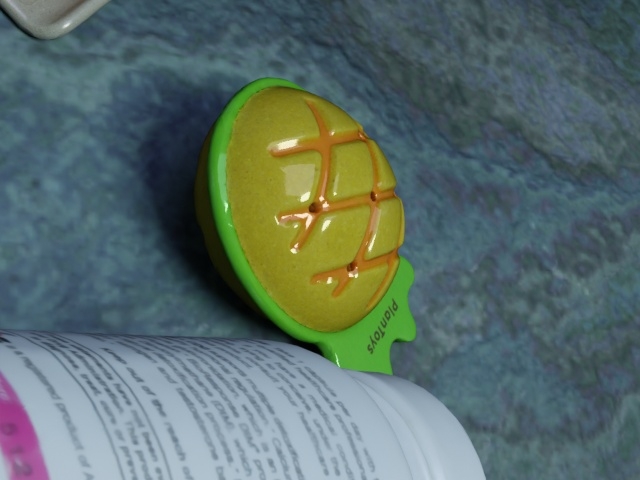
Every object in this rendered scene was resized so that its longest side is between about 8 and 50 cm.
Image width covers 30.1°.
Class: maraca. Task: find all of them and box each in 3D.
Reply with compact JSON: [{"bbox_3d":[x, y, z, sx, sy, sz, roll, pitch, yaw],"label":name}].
[{"bbox_3d":[0.000,0.000,0.634,0.186,0.099,0.127,57,45,-27],"label":"maraca"}]

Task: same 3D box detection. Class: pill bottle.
[{"bbox_3d":[-0.063,0.116,0.458,0.283,0.160,0.160,8,62,-50],"label":"pill bottle"}]

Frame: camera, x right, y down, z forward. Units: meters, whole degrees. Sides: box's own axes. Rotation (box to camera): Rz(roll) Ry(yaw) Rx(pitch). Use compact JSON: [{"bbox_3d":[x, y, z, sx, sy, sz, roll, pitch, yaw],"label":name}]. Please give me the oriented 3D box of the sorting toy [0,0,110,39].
[{"bbox_3d":[-0.161,-0.230,0.675,0.196,0.047,0.348,44,54,-5],"label":"sorting toy"}]
